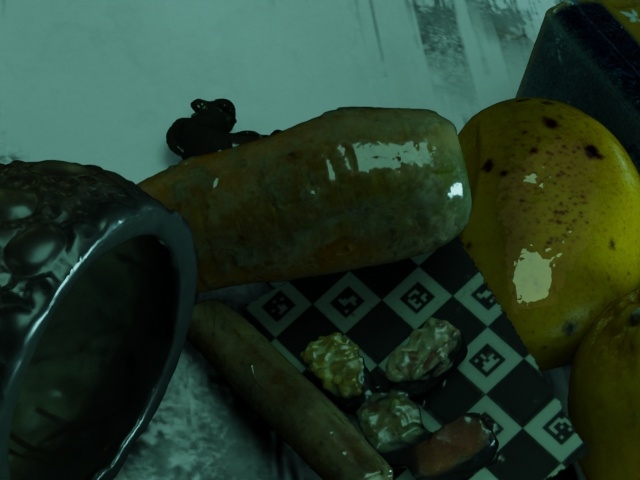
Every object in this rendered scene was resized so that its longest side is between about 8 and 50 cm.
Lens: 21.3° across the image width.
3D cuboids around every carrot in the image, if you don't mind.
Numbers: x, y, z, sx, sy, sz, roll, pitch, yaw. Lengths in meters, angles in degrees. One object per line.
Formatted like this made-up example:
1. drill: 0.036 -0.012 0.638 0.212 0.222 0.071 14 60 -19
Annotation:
1. carrot: -0.028 -0.025 1.378 0.301 0.139 0.139 -18 46 5

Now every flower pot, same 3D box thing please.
1. flower pot: -0.265 0.046 1.221 0.267 0.267 0.266 23 41 21

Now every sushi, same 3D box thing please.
1. sushi: 0.064 0.101 1.349 0.192 0.043 0.279 -29 55 0

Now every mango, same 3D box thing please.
1. mango: 0.195 0.002 1.491 0.191 0.160 0.290 22 46 -7

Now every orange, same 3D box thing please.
1. orange: 0.297 0.128 1.344 0.193 0.219 0.219 32 41 -10

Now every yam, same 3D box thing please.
1. yam: -0.030 0.125 1.333 0.056 0.057 0.241 -20 44 -35

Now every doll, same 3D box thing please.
1. doll: -0.071 -0.077 1.554 0.139 0.057 0.165 2 39 -14

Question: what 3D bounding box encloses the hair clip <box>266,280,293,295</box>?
1. hair clip: 0.000 0.000 1.467 0.172 0.049 0.116 36 73 -4

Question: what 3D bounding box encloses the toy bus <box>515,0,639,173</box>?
1. toy bus: 0.343 -0.093 1.640 0.194 0.162 0.323 -10 47 -27
